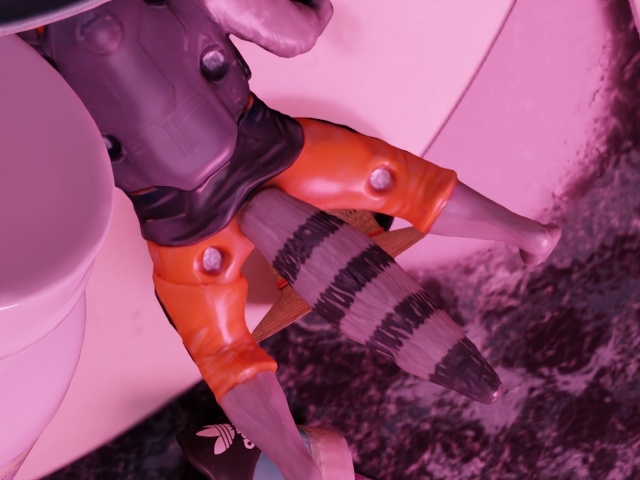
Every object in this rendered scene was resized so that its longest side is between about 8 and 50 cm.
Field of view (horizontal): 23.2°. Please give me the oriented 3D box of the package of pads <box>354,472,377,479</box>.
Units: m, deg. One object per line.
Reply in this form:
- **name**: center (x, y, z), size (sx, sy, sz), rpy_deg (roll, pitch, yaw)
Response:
- **package of pads**: center (0.008, 0.194, 1.043), size (0.050, 0.032, 0.083), rpy_deg (25, 108, -36)

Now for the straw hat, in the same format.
- **straw hat**: center (0.000, 0.000, 0.892), size (0.144, 0.144, 0.061), rpy_deg (-31, 90, -3)

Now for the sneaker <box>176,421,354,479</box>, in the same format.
- **sneaker**: center (-0.091, 0.242, 0.989), size (0.121, 0.108, 0.302), rpy_deg (14, 106, -30)

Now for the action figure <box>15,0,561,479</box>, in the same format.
- **action figure**: center (-0.021, -0.078, 0.745), size (0.341, 0.178, 0.330), rpy_deg (-45, 100, 2)

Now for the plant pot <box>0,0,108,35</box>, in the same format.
- **plant pot**: center (-0.158, -0.246, 0.581), size (0.293, 0.196, 0.293), rpy_deg (-11, 124, -18)

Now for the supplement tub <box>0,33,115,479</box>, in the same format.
- **supplement tub**: center (-0.244, 0.061, 0.674), size (0.235, 0.235, 0.325), rpy_deg (12, 130, -30)
